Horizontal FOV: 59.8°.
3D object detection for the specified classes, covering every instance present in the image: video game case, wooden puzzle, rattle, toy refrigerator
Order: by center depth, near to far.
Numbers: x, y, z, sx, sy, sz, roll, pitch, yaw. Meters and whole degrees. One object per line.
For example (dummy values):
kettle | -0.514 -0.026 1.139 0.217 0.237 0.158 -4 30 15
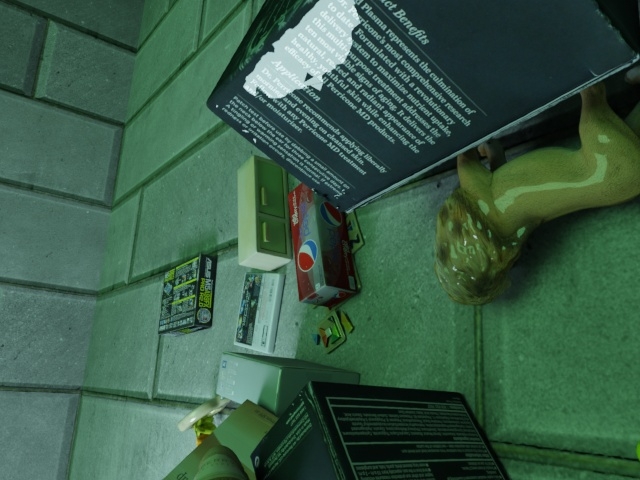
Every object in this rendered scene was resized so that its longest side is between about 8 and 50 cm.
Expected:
wooden puzzle | 0.020 0.185 1.134 0.116 0.014 0.078 -51 47 33
toy refrigerator | -0.138 -0.070 1.376 0.094 0.102 0.269 -32 53 45
rattle | -0.245 0.443 1.378 0.200 0.130 0.142 -35 58 9
video game case | -0.154 0.175 1.383 0.173 0.022 0.190 -2 77 54

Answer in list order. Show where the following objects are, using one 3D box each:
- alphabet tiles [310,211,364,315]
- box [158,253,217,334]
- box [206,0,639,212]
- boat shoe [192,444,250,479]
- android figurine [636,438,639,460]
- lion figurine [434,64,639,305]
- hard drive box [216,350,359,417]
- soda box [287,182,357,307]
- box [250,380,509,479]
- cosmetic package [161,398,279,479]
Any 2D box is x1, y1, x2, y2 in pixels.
alphabet tiles | 0.023 0.031 1.194 0.198 0.009 0.237 -45 45 37
box | -0.412 0.174 1.714 0.270 0.060 0.216 -22 61 49
box | 0.142 -0.365 0.793 0.472 0.297 0.479 -25 37 46
boat shoe | -0.108 0.439 0.733 0.110 0.122 0.341 -129 36 -75
android figurine | 0.425 0.239 0.513 0.248 0.056 0.272 32 103 54
lion figurine | 0.298 -0.075 0.726 0.392 0.142 0.240 -33 53 44
hard drive box | -0.069 0.279 1.085 0.232 0.181 0.089 -6 74 55
soda box | 0.000 0.000 1.156 0.092 0.083 0.263 -36 50 42
box | 0.102 0.360 0.711 0.182 0.296 0.294 -56 38 27
cosmetic package | -0.159 0.417 0.878 0.153 0.296 0.129 16 135 41
